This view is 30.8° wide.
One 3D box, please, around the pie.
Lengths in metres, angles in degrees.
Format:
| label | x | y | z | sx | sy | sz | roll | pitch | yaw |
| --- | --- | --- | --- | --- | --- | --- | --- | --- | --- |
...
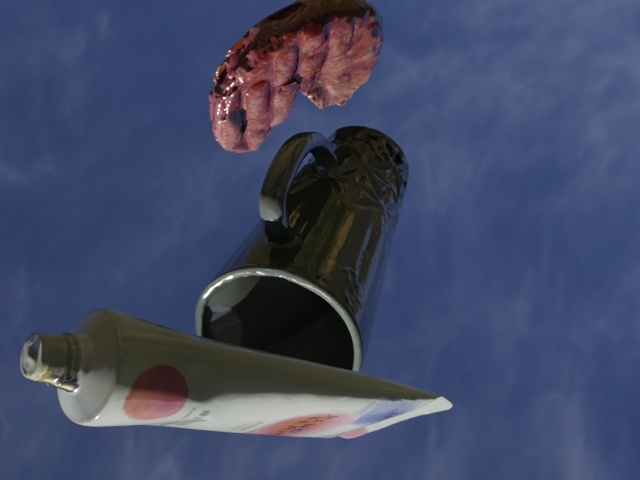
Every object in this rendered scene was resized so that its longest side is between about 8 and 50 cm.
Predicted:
| label | x | y | z | sx | sy | sz | roll | pitch | yaw |
| --- | --- | --- | --- | --- | --- | --- | --- | --- | --- |
| pie | -0.026 | -0.183 | 1.244 | 0.219 | 0.204 | 0.054 | -25 | -113 | -29 |

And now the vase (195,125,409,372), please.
| label | x | y | z | sx | sy | sz | roll | pitch | yaw |
| --- | --- | --- | --- | --- | --- | --- | --- | --- | --- |
| vase | 0.000 | 0.000 | 1.103 | 0.156 | 0.251 | 0.301 | 5 | -142 | 19 |

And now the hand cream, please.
| label | x | y | z | sx | sy | sz | roll | pitch | yaw |
| --- | --- | --- | --- | --- | --- | --- | --- | --- | --- |
| hand cream | -0.059 | 0.112 | 0.840 | 0.341 | 0.124 | 0.077 | 18 | -122 | -39 |
